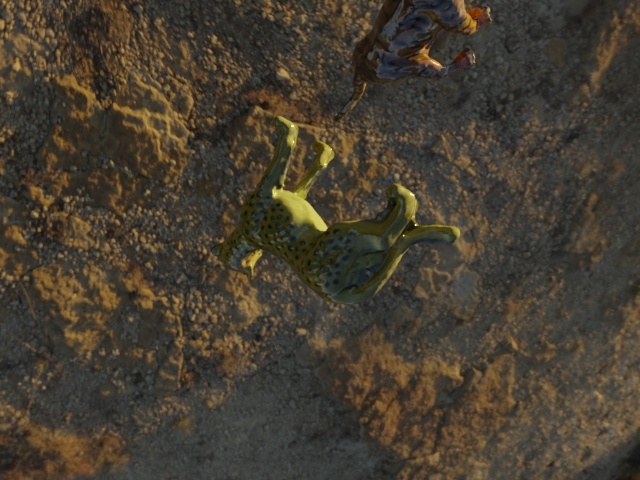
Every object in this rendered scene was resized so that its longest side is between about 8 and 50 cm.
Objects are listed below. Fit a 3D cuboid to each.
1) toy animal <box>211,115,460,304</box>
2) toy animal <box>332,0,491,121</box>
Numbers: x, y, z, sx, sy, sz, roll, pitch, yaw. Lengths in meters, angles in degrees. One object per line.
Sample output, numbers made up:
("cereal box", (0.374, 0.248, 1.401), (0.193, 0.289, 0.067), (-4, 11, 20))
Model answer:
("toy animal", (0.000, 0.000, 0.413), (0.136, 0.181, 0.073), (-59, 151, 7))
("toy animal", (0.068, -0.187, 0.514), (0.116, 0.114, 0.255), (-23, 160, -34))
